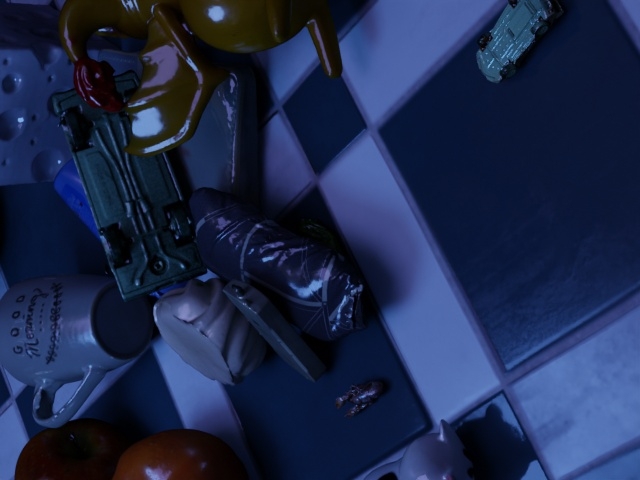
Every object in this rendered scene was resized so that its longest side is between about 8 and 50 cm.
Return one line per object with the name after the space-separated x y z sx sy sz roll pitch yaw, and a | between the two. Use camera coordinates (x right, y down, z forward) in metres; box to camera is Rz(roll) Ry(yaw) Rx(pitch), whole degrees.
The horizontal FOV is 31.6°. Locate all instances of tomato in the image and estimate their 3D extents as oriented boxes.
-0.202 0.407 1.705 0.260 0.180 0.260 10 104 43 | tomato

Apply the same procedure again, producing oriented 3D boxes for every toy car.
-0.284 -0.079 1.661 0.097 0.141 0.321 160 90 -78 | toy car
0.219 -0.229 1.270 0.059 0.035 0.122 58 140 23 | toy car

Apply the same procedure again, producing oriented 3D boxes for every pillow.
-0.058 0.035 1.527 0.335 0.092 0.161 31 151 35 | pillow

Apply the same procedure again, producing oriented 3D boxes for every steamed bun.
-0.153 0.124 1.646 0.183 0.106 0.183 33 154 18 | steamed bun

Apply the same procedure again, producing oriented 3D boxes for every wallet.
-0.224 -0.169 1.717 0.360 0.083 0.252 13 111 43 | wallet

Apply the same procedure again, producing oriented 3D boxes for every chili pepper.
0.000 -0.001 1.540 0.091 0.030 0.034 46 146 34 | chili pepper

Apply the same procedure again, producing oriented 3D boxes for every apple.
-0.400 0.420 1.894 0.230 0.230 0.230 9 102 46 | apple

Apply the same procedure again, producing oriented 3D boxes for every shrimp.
0.048 0.210 1.516 0.092 0.038 0.029 -49 19 40 | shrimp

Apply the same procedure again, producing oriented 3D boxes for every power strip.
-0.061 0.118 1.520 0.029 0.227 0.080 -49 46 -12 | power strip

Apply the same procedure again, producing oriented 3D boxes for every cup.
-0.403 0.179 1.867 0.234 0.186 0.258 -8 70 41 | cup

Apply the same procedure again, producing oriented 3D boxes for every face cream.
-0.304 -0.018 1.775 0.264 0.083 0.149 48 158 4 | face cream

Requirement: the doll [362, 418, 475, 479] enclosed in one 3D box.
0.122 0.309 1.404 0.181 0.107 0.110 -42 45 35 | doll

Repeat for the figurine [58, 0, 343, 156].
-0.163 -0.322 1.484 0.387 0.268 0.401 -1 111 26 | figurine

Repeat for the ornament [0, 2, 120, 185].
-0.513 -0.249 1.890 0.240 0.239 0.240 34 119 38 | ornament
